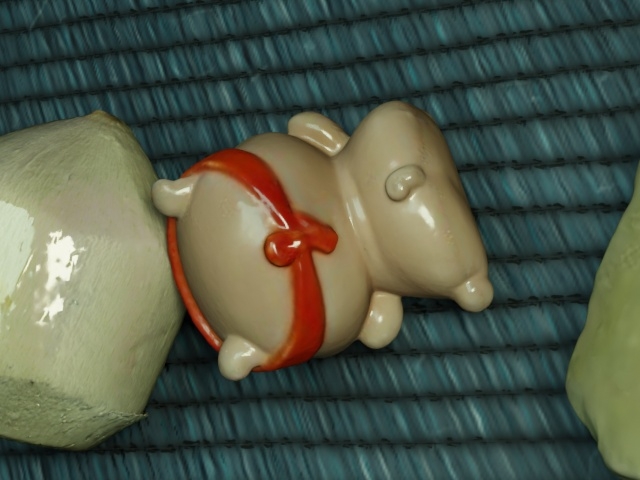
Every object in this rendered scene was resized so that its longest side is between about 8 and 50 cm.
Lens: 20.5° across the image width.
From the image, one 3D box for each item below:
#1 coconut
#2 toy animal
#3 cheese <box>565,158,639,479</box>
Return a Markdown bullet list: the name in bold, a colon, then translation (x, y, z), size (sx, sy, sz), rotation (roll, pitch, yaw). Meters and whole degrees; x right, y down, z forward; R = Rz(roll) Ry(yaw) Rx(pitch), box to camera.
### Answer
- **coconut**: translation (-0.191, 0.023, 1.218), size (0.224, 0.224, 0.234), rotation (6, 80, 31)
- **toy animal**: translation (0.000, 0.000, 1.145), size (0.198, 0.171, 0.171), rotation (-17, 64, 2)
- **cheese**: translation (0.275, 0.019, 0.967), size (0.326, 0.115, 0.318), rotation (-35, 48, 33)
